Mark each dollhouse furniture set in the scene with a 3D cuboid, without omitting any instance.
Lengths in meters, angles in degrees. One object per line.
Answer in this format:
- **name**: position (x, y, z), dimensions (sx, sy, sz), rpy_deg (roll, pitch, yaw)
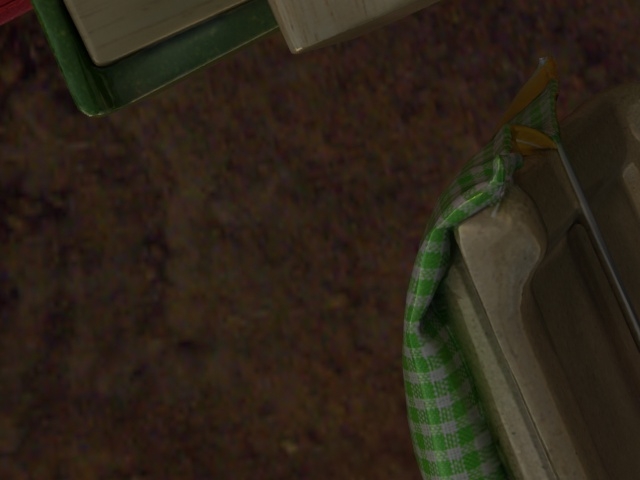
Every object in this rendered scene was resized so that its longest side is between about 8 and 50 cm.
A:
- **dollhouse furniture set**: position (0.000, 0.000, 0.440), dimensions (0.151, 0.301, 0.197), rpy_deg (-22, -176, 21)

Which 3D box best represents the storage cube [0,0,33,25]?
- **storage cube**: position (-0.237, -0.155, 0.710), dimensions (0.215, 0.183, 0.193), rpy_deg (-31, 112, -19)
